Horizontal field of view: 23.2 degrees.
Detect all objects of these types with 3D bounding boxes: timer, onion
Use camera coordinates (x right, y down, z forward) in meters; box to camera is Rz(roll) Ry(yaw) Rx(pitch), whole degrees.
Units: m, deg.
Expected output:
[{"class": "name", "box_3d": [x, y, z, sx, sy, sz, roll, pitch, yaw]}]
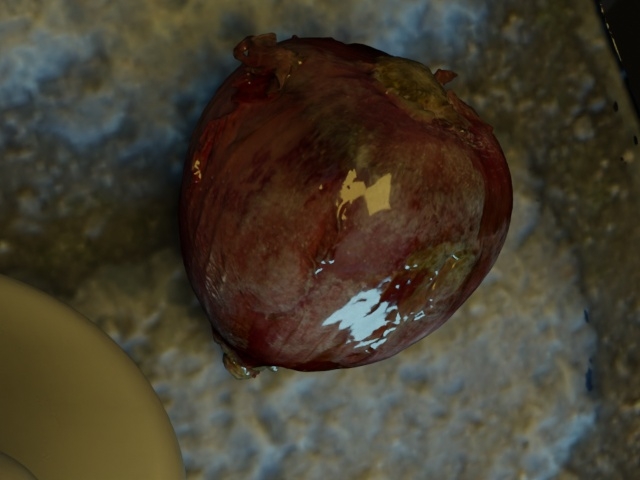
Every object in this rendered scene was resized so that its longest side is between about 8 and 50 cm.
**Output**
[{"class": "timer", "box_3d": [-0.165, 0.104, 0.631, 0.233, 0.233, 0.240, 0, 140, -21]}, {"class": "onion", "box_3d": [0.000, 0.000, 0.750, 0.159, 0.159, 0.195, 17, 120, -22]}]

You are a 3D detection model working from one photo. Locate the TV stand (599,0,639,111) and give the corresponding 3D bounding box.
[{"class": "TV stand", "box_3d": [0.166, -0.163, 0.840, 0.049, 0.040, 0.256, -28, 105, -16]}]
